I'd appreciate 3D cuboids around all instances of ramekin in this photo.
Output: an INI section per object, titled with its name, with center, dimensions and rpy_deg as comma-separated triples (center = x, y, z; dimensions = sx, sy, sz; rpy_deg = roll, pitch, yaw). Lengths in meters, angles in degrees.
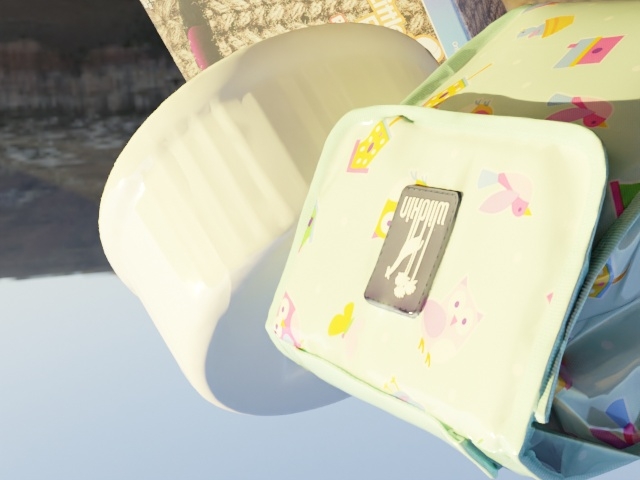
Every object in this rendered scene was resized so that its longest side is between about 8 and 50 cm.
[ramekin]
center = 0.000, 0.000, 0.747
dimensions = 0.277, 0.135, 0.277
rpy_deg = -21, 147, -15

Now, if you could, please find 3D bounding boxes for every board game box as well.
[board game box]
center = 0.006, -0.231, 1.037
dimensions = 0.291, 0.232, 0.141
rpy_deg = -12, -145, 28

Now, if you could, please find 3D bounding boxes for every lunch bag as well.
[lunch bag]
center = 0.114, -0.006, 0.528
dimensions = 0.262, 0.160, 0.223
rpy_deg = -37, -154, -20
